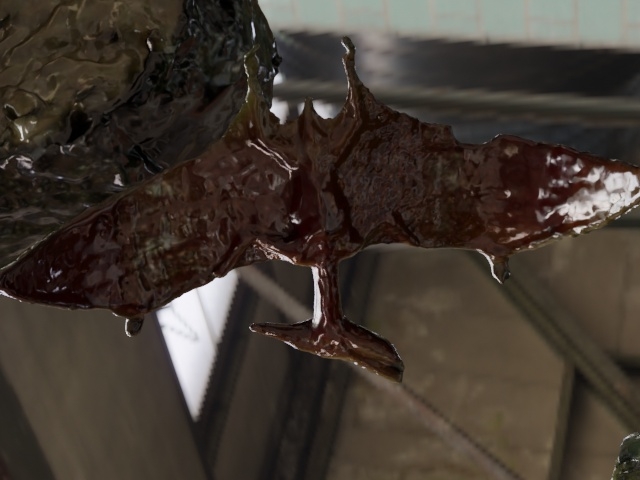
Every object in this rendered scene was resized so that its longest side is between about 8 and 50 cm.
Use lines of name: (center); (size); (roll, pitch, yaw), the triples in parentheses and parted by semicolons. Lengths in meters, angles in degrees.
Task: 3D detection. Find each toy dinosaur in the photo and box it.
toy dinosaur: (-0.006, -0.007, 1.004); (0.327, 0.206, 0.113); (15, -161, -18)

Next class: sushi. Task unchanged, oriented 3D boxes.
sushi: (-0.202, -0.093, 1.227); (0.350, 0.171, 0.211); (-24, -118, 9)

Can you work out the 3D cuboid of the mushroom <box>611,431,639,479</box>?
mushroom: (0.277, 0.167, 1.140); (0.247, 0.130, 0.344); (11, -124, 38)
